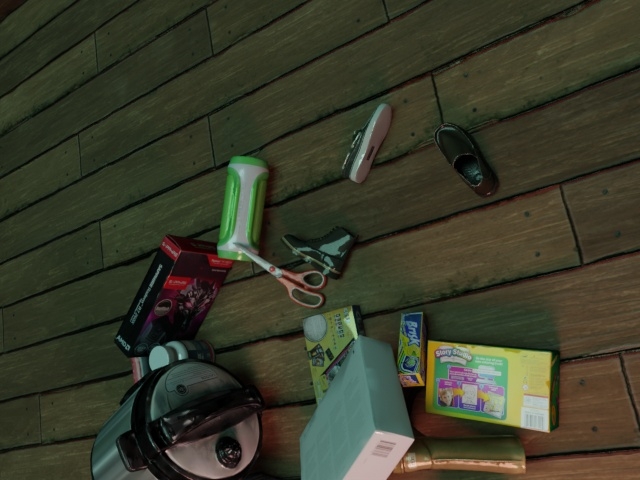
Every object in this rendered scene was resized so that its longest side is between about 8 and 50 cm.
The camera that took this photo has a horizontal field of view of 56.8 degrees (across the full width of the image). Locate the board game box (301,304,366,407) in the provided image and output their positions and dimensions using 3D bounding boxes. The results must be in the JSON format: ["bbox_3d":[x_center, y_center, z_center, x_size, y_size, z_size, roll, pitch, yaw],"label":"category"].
[{"bbox_3d":[0.047,0.305,1.546,0.165,0.042,0.243,-19,74,30],"label":"board game box"}]

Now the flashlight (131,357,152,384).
[{"bbox_3d":[-0.590,0.445,1.907,0.103,0.103,0.303,-22,73,32],"label":"flashlight"}]

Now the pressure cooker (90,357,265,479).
[{"bbox_3d":[-0.357,0.521,1.566,0.420,0.376,0.369,-44,20,33],"label":"pressure cooker"}]

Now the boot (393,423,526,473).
[{"bbox_3d":[0.297,0.460,1.311,0.270,0.236,0.089,-5,92,9],"label":"boot"}]

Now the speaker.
[{"bbox_3d":[-0.225,-0.090,1.726,0.131,0.131,0.296,5,87,33],"label":"speaker"}]

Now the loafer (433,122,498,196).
[{"bbox_3d":[0.339,-0.202,1.402,0.080,0.078,0.220,-44,63,21],"label":"loafer"}]

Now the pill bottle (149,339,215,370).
[{"bbox_3d":[-0.411,0.351,1.755,0.108,0.180,0.107,-5,81,33],"label":"pill bottle"}]

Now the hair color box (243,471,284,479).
[{"bbox_3d":[-0.069,0.737,1.526,0.348,0.105,0.173,5,86,34],"label":"hair color box"}]

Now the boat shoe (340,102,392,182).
[{"bbox_3d":[0.115,-0.263,1.557,0.070,0.078,0.219,31,102,31],"label":"boat shoe"}]

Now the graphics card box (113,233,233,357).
[{"bbox_3d":[-0.431,0.172,1.762,0.094,0.233,0.370,37,103,31],"label":"graphics card box"}]

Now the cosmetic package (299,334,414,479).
[{"bbox_3d":[0.064,0.450,1.342,0.284,0.098,0.377,-100,31,-57],"label":"cosmetic package"}]

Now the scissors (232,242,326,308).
[{"bbox_3d":[-0.122,0.097,1.628,0.297,0.021,0.108,19,90,7],"label":"scissors"}]

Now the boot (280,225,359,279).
[{"bbox_3d":[0.000,0.000,1.608,0.198,0.077,0.137,32,97,19],"label":"boot"}]

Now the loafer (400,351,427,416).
[{"bbox_3d":[0.222,0.342,1.418,0.061,0.062,0.169,7,88,30],"label":"loafer"}]

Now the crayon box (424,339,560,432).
[{"bbox_3d":[0.375,0.313,1.309,0.279,0.081,0.165,0,83,33],"label":"crayon box"}]

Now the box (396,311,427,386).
[{"bbox_3d":[0.216,0.251,1.382,0.054,0.059,0.168,-8,46,21],"label":"box"}]
